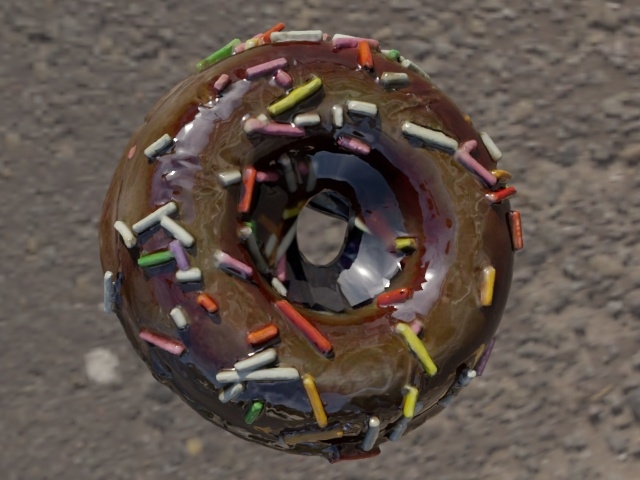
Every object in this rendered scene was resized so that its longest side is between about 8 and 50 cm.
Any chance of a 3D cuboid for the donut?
[{"bbox_3d":[0.000,0.000,1.149,0.103,0.269,0.270,143,109,-72],"label":"donut"}]
